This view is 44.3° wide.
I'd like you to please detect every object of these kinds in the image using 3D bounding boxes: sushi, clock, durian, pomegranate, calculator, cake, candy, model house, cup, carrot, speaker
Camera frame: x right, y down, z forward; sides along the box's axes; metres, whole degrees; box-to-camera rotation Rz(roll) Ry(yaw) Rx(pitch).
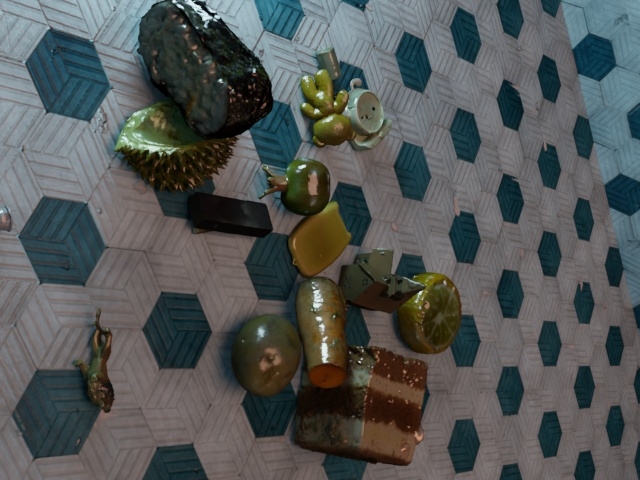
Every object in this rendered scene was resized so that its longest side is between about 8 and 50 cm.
[{"bbox_3d":[-0.253,-0.383,1.743,0.350,0.211,0.171,50,39,13],"label":"sushi"},{"bbox_3d":[0.122,-0.367,2.272,0.151,0.062,0.191,-49,120,-35],"label":"clock"},{"bbox_3d":[-0.304,-0.237,1.829,0.198,0.163,0.394,39,48,7],"label":"durian"},{"bbox_3d":[-0.068,-0.139,2.034,0.191,0.131,0.152,-1,94,-23],"label":"pomegranate"},{"bbox_3d":[0.000,0.000,2.151,0.236,0.033,0.157,-42,118,-36],"label":"calculator"},{"bbox_3d":[0.106,0.433,2.083,0.282,0.255,0.290,27,65,-41],"label":"cake"},{"bbox_3d":[0.337,0.226,2.434,0.260,0.118,0.260,-5,97,-47],"label":"candy"},{"bbox_3d":[0.196,0.110,2.194,0.181,0.248,0.176,21,73,-44],"label":"model house"},{"bbox_3d":[0.022,-0.493,2.193,0.054,0.075,0.083,-23,112,-6],"label":"cup"},{"bbox_3d":[0.002,0.229,2.013,0.138,0.138,0.302,43,31,-36],"label":"carrot"},{"bbox_3d":[-0.216,-0.062,1.906,0.218,0.044,0.082,10,55,-44],"label":"speaker"}]

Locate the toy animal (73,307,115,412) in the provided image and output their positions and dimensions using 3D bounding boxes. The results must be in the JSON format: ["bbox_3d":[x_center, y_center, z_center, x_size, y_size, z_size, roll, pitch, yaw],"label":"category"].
[{"bbox_3d":[-0.469,0.251,1.640,0.086,0.069,0.220,-2,95,-67],"label":"toy animal"}]

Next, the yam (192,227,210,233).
[{"bbox_3d":[-0.259,-0.032,1.895,0.116,0.021,0.021,-13,97,-47],"label":"yam"}]

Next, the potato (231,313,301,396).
[{"bbox_3d":[-0.129,0.278,1.926,0.235,0.160,0.178,-37,138,-60],"label":"potato"}]

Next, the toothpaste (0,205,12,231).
[{"bbox_3d":[-0.691,-0.025,1.439,0.234,0.057,0.089,-11,97,-38],"label":"toothpaste"}]

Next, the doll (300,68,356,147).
[{"bbox_3d":[0.014,-0.359,2.149,0.137,0.097,0.210,-17,94,-6],"label":"doll"}]
